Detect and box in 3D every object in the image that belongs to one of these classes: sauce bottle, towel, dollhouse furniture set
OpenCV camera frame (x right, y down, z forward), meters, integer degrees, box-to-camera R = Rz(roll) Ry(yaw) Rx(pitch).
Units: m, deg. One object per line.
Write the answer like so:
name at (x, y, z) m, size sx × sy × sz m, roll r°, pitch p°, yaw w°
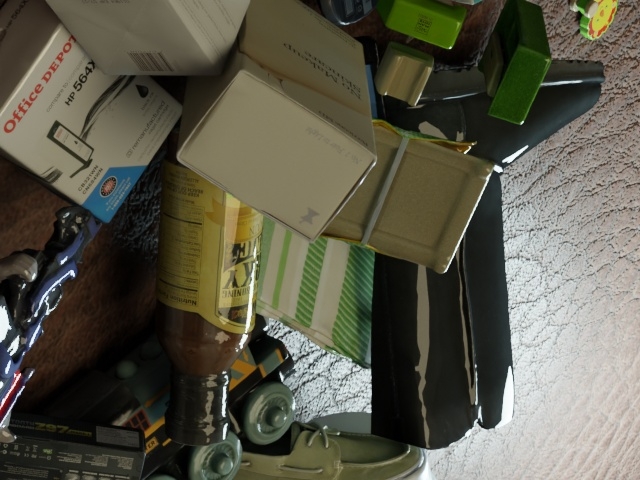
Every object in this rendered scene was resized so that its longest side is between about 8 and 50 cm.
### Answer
sauce bottle at (-0.119, 0.046, 1.789) m, size 0.111 × 0.111 × 0.344 m, roll -13°, pitch 115°, yaw -43°
towel at (0.000, 0.000, 1.998) m, size 0.325 × 0.038 × 0.247 m, roll 32°, pitch 65°, yaw -50°
dollhouse furniture set at (0.107, -0.138, 1.907) m, size 0.198 × 0.151 × 0.301 m, roll 18°, pitch 117°, yaw -9°

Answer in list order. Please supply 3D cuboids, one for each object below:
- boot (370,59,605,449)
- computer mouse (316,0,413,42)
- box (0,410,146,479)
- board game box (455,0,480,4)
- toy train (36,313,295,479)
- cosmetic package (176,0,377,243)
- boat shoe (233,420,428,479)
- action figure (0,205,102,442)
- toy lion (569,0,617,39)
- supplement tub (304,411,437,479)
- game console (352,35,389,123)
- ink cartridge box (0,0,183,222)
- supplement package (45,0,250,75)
boot at (0.211, 0.008, 2.092) m, size 0.367 × 0.146 × 0.445 m, roll -9°, pitch 96°, yaw -32°
computer mouse at (0.068, -0.296, 1.929) m, size 0.262 × 0.060 × 0.184 m, roll -45°, pitch 137°, yaw -36°
box at (-0.312, 0.272, 1.772) m, size 0.233 × 0.059 × 0.183 m, roll 9°, pitch 110°, yaw -11°
board game box at (0.053, -0.410, 1.628) m, size 0.079 × 0.254 × 0.336 m, roll -33°, pitch 123°, yaw -30°
toy train at (-0.169, 0.193, 1.924) m, size 0.334 × 0.142 × 0.190 m, roll -38°, pitch 128°, yaw -25°
cosmetic package at (-0.043, -0.141, 1.668) m, size 0.160 × 0.309 × 0.113 m, roll 32°, pitch 110°, yaw -17°
boat shoe at (-0.021, 0.267, 2.047) m, size 0.302 × 0.109 × 0.094 m, roll -5°, pitch 120°, yaw -1°
action figure at (-0.355, 0.043, 1.556) m, size 0.341 × 0.179 × 0.330 m, roll -56°, pitch 136°, yaw -48°
toy lion at (0.377, -0.322, 2.276) m, size 0.100 × 0.034 × 0.096 m, roll -60°, pitch 149°, yaw 0°
supplement tub at (0.048, 0.411, 2.211) m, size 0.241 × 0.241 × 0.331 m, roll -33°, pitch 135°, yaw -30°
game console at (0.009, -0.146, 1.904) m, size 0.085 × 0.124 × 0.144 m, roll -72°, pitch 154°, yaw -69°
ink cartridge box at (-0.250, -0.130, 1.656) m, size 0.148 × 0.086 × 0.203 m, roll -57°, pitch 142°, yaw -5°
supplement package at (-0.136, -0.289, 1.574) m, size 0.134 × 0.139 × 0.244 m, roll 55°, pitch 48°, yaw -49°
